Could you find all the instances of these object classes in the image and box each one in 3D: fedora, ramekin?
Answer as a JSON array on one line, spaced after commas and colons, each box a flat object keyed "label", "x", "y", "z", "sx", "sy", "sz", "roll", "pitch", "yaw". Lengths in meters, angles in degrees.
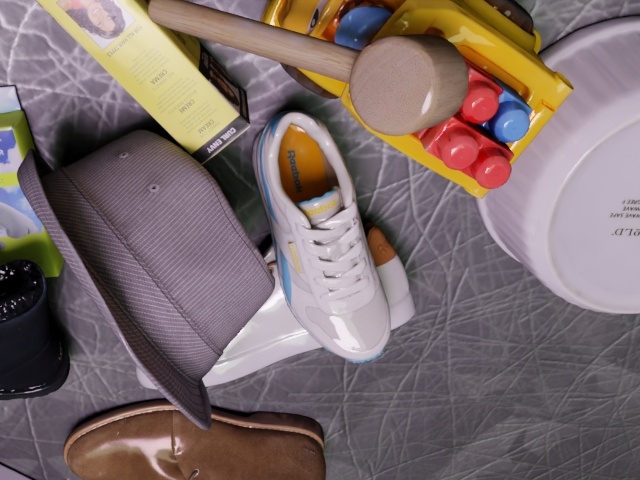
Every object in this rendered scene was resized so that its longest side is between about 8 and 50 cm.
[{"label": "fedora", "x": -0.127, "y": 0.008, "z": 0.607, "sx": 0.124, "sy": 0.275, "sz": 0.244, "roll": -38, "pitch": 140, "yaw": -10}, {"label": "ramekin", "x": 0.286, "y": -0.054, "z": 0.669, "sx": 0.272, "sy": 0.127, "sz": 0.273, "roll": -3, "pitch": 123, "yaw": -5}]

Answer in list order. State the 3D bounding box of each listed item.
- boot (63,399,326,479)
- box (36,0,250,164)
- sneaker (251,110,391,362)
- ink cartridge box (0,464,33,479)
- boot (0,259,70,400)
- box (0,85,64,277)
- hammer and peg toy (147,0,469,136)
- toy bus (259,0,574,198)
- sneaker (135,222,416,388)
[{"label": "boot", "x": -0.142, "y": 0.261, "z": 0.833, "sx": 0.305, "sy": 0.115, "sz": 0.112, "roll": 3, "pitch": 124, "yaw": -7}, {"label": "box", "x": -0.152, "y": -0.170, "z": 0.571, "sx": 0.058, "sy": 0.087, "sz": 0.232, "roll": -37, "pitch": 118, "yaw": 14}, {"label": "sneaker", "x": 0.000, "y": 0.000, "z": 0.630, "sx": 0.087, "sy": 0.092, "sz": 0.229, "roll": -23, "pitch": 91, "yaw": -11}, {"label": "ink cartridge box", "x": -0.478, "y": 0.392, "z": 0.828, "sx": 0.270, "sy": 0.197, "sz": 0.198, "roll": -40, "pitch": 119, "yaw": 18}, {"label": "boot", "x": -0.362, "y": 0.087, "z": 0.664, "sx": 0.246, "sy": 0.094, "sz": 0.207, "roll": -4, "pitch": 149, "yaw": -11}, {"label": "box", "x": -0.306, "y": -0.044, "z": 0.659, "sx": 0.108, "sy": 0.042, "sz": 0.178, "roll": -6, "pitch": 124, "yaw": -3}, {"label": "hammer and peg toy", "x": -0.021, "y": -0.238, "z": 0.393, "sx": 0.265, "sy": 0.127, "sz": 0.362, "roll": 8, "pitch": 110, "yaw": 23}, {"label": "toy bus", "x": 0.073, "y": -0.129, "z": 0.549, "sx": 0.220, "sy": 0.211, "sz": 0.149, "roll": 27, "pitch": 117, "yaw": -20}, {"label": "sneaker", "x": -0.059, "y": 0.057, "z": 0.733, "sx": 0.290, "sy": 0.106, "sz": 0.123, "roll": -18, "pitch": 105, "yaw": 3}]
